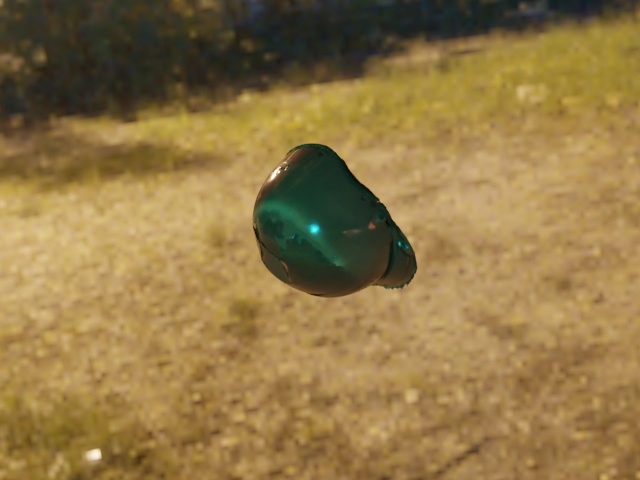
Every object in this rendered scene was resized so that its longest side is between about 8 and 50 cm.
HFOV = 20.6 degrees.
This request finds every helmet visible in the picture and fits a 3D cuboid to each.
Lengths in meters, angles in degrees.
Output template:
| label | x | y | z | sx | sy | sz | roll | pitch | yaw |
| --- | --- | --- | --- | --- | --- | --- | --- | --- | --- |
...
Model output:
| label | x | y | z | sx | sy | sz | roll | pitch | yaw |
| --- | --- | --- | --- | --- | --- | --- | --- | --- | --- |
| helmet | 0.000 | 0.002 | 0.806 | 0.049 | 0.084 | 0.065 | -43 | 2 | -35 |
